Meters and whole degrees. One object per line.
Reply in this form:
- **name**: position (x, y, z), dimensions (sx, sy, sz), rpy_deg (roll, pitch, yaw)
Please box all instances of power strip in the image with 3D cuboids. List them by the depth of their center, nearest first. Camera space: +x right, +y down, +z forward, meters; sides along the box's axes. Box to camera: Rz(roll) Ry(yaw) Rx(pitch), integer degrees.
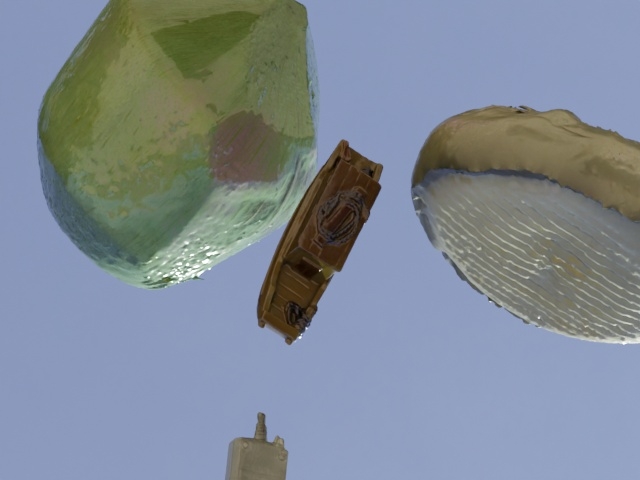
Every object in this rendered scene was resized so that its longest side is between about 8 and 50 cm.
- **power strip**: position (-0.058, 0.233, 1.509), dimensions (0.047, 0.030, 0.191), rpy_deg (17, -114, -25)

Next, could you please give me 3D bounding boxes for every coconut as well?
- **coconut**: position (-0.129, -0.121, 1.838), dimensions (0.281, 0.328, 0.328), rpy_deg (44, -135, 6)

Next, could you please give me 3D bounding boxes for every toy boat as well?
- **toy boat**: position (0.000, 0.000, 1.594), dimensions (0.057, 0.077, 0.200), rpy_deg (32, -115, -11)

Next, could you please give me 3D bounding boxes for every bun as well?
- **bun**: position (0.230, -0.027, 1.660), dimensions (0.287, 0.287, 0.146), rpy_deg (22, -118, 20)
